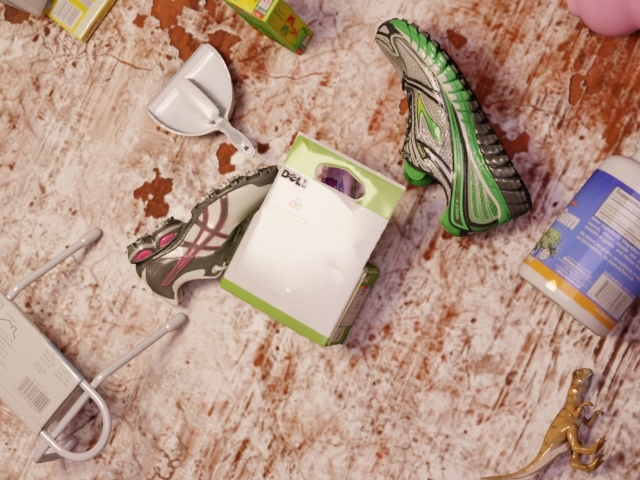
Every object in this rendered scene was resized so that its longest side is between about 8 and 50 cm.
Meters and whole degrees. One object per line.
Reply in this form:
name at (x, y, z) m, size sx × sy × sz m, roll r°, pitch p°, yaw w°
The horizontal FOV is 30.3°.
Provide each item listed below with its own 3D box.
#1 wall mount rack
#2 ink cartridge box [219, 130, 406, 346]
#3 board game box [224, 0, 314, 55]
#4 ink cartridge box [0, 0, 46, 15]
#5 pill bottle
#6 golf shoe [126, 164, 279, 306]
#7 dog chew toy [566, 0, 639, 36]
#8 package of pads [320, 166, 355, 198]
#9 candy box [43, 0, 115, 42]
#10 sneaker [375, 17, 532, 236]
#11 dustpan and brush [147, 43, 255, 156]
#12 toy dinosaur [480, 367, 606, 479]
wall mount rack at (-0.393, 0.157, 1.803) m, size 0.350 × 0.130 × 0.304 m, roll 43°, pitch 99°, yaw 16°
ink cartridge box at (0.000, 0.000, 1.715) m, size 0.189 × 0.097 × 0.255 m, roll 29°, pitch 96°, yaw 16°
board game box at (-0.080, -0.335, 1.743) m, size 0.092 × 0.181 × 0.043 m, roll 33°, pitch 92°, yaw 16°
ink cartridge box at (-0.542, -0.504, 1.898) m, size 0.278 × 0.117 × 0.201 m, roll 23°, pitch 88°, yaw 27°
pill bottle at (0.405, -0.018, 1.590) m, size 0.152 × 0.152 × 0.272 m, roll 39°, pitch 93°, yaw 16°
golf shoe at (-0.158, -0.014, 1.782) m, size 0.273 × 0.105 × 0.120 m, roll -34°, pitch 94°, yaw 13°
dog chew toy at (0.498, -0.361, 1.589) m, size 0.332 × 0.206 × 0.206 m, roll -10°, pitch 81°, yaw 21°
package of pads at (0.024, -0.066, 1.760) m, size 0.050 × 0.032 × 0.083 m, roll 2°, pitch 84°, yaw 15°
candy box at (-0.430, -0.421, 1.928) m, size 0.206 × 0.027 × 0.105 m, roll 38°, pitch 92°, yaw 16°
sneaker at (0.161, -0.164, 1.683) m, size 0.146 × 0.134 × 0.343 m, roll -29°, pitch 77°, yaw 11°
dustpan and brush at (-0.166, -0.196, 1.812) m, size 0.211 × 0.060 × 0.147 m, roll 44°, pitch 95°, yaw 16°
toy dinosaur at (0.331, 0.278, 1.631) m, size 0.112 × 0.064 × 0.211 m, roll 31°, pitch 82°, yaw 34°
